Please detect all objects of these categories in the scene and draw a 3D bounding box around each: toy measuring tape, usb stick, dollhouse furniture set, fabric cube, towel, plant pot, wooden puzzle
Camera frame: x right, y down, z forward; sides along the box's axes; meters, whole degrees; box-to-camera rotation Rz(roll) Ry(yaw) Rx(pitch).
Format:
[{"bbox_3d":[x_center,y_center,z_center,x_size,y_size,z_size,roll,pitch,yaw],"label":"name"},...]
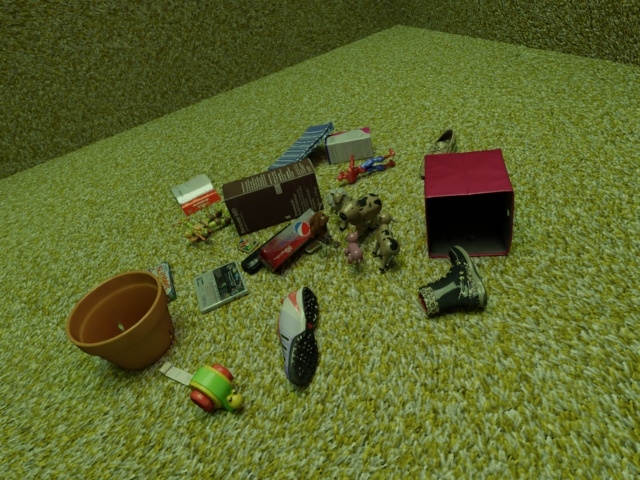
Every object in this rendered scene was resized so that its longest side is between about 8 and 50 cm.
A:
[{"bbox_3d":[-0.348,0.383,1.131,0.329,0.122,0.121,12,47,30],"label":"toy measuring tape"},{"bbox_3d":[-0.186,0.025,1.555,0.077,0.045,0.278,18,50,44],"label":"usb stick"},{"bbox_3d":[0.000,0.000,1.492,0.114,0.081,0.091,-35,43,-22],"label":"dollhouse furniture set"},{"bbox_3d":[0.478,-0.123,1.347,0.258,0.254,0.258,-3,39,16],"label":"fabric cube"},{"bbox_3d":[-0.100,-0.461,2.007,0.336,0.040,0.243,-48,30,-16],"label":"towel"},{"bbox_3d":[-0.598,0.265,1.281,0.290,0.204,0.291,-9,40,8],"label":"plant pot"},{"bbox_3d":[-0.286,0.018,1.620,0.116,0.014,0.079,10,46,29],"label":"wooden puzzle"}]

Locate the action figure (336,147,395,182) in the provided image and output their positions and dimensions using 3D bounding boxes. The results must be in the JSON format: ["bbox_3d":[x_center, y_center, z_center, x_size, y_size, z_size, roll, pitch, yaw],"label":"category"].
[{"bbox_3d":[0.183,-0.345,1.834,0.280,0.092,0.139,-26,47,-14],"label":"action figure"}]

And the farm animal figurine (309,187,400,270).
[{"bbox_3d":[0.141,-0.075,1.416,0.330,0.172,0.327,23,37,10],"label":"farm animal figurine"}]

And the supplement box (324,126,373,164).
[{"bbox_3d":[0.138,-0.457,1.962,0.219,0.114,0.111,-9,39,10],"label":"supplement box"}]

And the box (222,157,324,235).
[{"bbox_3d":[-0.193,-0.181,1.685,0.381,0.191,0.143,-18,39,-2],"label":"box"}]

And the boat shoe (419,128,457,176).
[{"bbox_3d":[0.509,-0.381,1.760,0.109,0.098,0.302,17,49,33],"label":"boat shoe"}]

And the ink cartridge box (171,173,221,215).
[{"bbox_3d":[-0.611,-0.230,1.989,0.189,0.066,0.232,-29,37,-16],"label":"ink cartridge box"}]

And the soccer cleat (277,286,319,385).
[{"bbox_3d":[-0.077,0.281,1.189,0.116,0.109,0.318,-25,38,24],"label":"soccer cleat"}]

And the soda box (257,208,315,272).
[{"bbox_3d":[-0.106,-0.001,1.501,0.083,0.092,0.263,45,62,4],"label":"soda box"}]

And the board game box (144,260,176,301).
[{"bbox_3d":[-0.623,0.173,1.530,0.136,0.035,0.201,-25,40,-11],"label":"board game box"}]

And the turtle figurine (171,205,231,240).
[{"bbox_3d":[-0.486,-0.057,1.717,0.217,0.087,0.269,-34,34,-32],"label":"turtle figurine"}]

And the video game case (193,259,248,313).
[{"bbox_3d":[-0.363,0.163,1.469,0.173,0.022,0.190,-24,39,-10],"label":"video game case"}]

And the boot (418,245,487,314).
[{"bbox_3d":[0.376,0.117,1.228,0.178,0.085,0.237,-15,40,5],"label":"boot"}]
